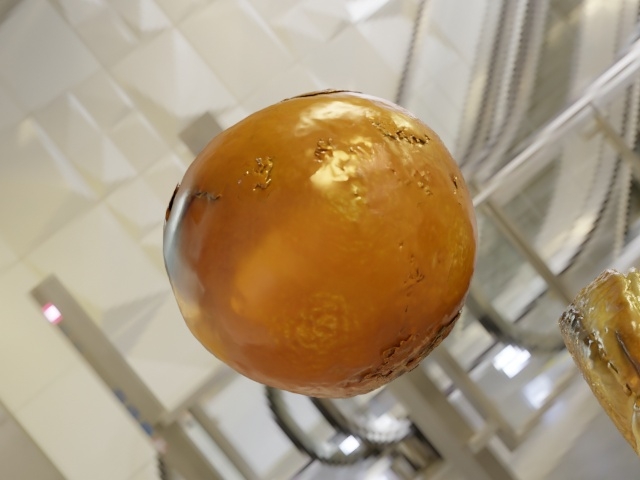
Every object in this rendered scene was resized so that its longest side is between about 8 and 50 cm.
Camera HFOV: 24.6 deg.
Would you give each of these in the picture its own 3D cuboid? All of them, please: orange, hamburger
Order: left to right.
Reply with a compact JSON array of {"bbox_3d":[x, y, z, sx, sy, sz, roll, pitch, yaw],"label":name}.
[{"bbox_3d":[0.000,0.000,1.146,0.246,0.246,0.246,-40,1,1],"label":"orange"},{"bbox_3d":[0.343,0.145,1.279,0.174,0.304,0.284,-33,10,2],"label":"hamburger"}]
